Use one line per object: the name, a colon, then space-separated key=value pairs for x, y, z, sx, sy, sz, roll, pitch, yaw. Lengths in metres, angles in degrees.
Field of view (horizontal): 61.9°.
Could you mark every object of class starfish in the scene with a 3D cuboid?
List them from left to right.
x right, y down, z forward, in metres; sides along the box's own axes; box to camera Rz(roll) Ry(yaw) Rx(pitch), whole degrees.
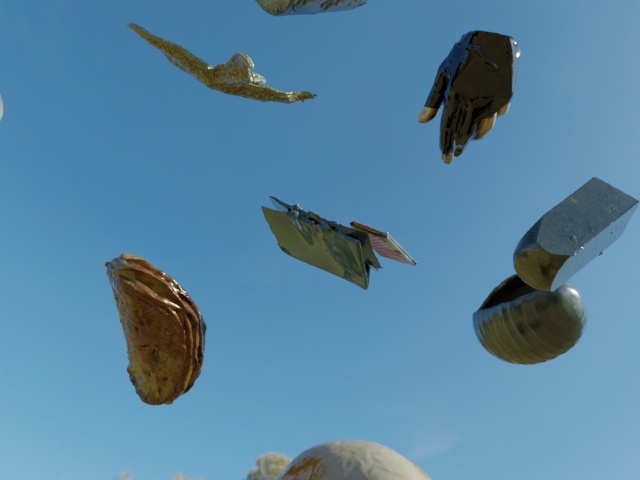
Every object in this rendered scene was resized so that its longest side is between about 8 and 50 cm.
starfish: x=-0.208 y=-0.351 z=1.119 sx=0.357 sy=0.347 sz=0.078 roll=23 pitch=-76 yaw=29

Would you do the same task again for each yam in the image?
yam: x=-0.012 y=-0.530 z=1.052 sx=0.161 sy=0.268 sz=0.161 roll=24 pitch=-54 yaw=38

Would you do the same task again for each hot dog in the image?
hot dog: x=-0.260 y=0.132 z=0.858 sx=0.114 sy=0.175 sz=0.259 roll=-18 pitch=-56 yaw=-33

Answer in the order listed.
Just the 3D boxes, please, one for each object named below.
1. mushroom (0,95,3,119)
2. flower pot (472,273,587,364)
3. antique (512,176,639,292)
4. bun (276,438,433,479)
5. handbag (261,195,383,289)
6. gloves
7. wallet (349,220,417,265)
mushroom: x=-0.555 y=-0.252 z=0.805 sx=0.093 sy=0.225 sz=0.116 roll=-40 pitch=-27 yaw=24
flower pot: x=0.422 y=0.159 z=1.086 sx=0.157 sy=0.189 sz=0.243 roll=49 pitch=-28 yaw=-4
antique: x=0.377 y=-0.008 z=0.804 sx=0.080 sy=0.220 sz=0.081 roll=41 pitch=-35 yaw=33
bun: x=0.025 y=0.391 z=0.610 sx=0.164 sy=0.299 sz=0.299 roll=3 pitch=-34 yaw=-41
handbag: x=0.000 y=0.000 z=0.979 sx=0.221 sy=0.057 sz=0.144 roll=25 pitch=-24 yaw=31
gloves: x=0.332 y=-0.321 z=1.218 sx=0.197 sy=0.152 sz=0.301 roll=18 pitch=-57 yaw=17
wallet: x=0.147 y=0.011 z=1.237 sx=0.103 sy=0.020 sz=0.196 roll=20 pitch=-10 yaw=34
